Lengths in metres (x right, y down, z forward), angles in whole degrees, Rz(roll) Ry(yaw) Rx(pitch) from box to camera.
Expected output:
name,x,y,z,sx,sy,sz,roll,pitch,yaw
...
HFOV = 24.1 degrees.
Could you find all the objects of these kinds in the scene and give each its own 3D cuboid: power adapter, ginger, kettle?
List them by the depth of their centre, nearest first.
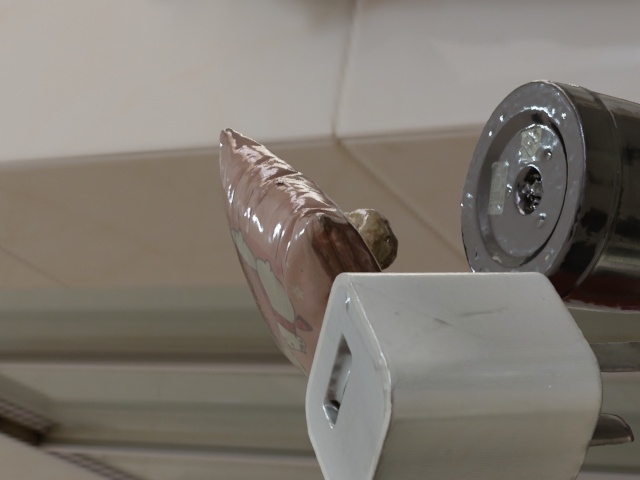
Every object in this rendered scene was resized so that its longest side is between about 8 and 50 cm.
name,x,y,z,sx,sy,sz,roll,pitch,yaw
power adapter,0.109,0.096,0.908,0.125,0.204,0.130,-114,32,-50
kettle,0.325,-0.022,1.617,0.324,0.321,0.228,9,-103,-25
ginger,0.000,0.000,1.736,0.104,0.204,0.080,45,-124,-38

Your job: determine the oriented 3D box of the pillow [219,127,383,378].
name,x,y,z,sx,sy,sz,roll,pitch,yaw
pillow,-0.002,0.038,1.117,0.084,0.236,0.223,-29,-65,-15
